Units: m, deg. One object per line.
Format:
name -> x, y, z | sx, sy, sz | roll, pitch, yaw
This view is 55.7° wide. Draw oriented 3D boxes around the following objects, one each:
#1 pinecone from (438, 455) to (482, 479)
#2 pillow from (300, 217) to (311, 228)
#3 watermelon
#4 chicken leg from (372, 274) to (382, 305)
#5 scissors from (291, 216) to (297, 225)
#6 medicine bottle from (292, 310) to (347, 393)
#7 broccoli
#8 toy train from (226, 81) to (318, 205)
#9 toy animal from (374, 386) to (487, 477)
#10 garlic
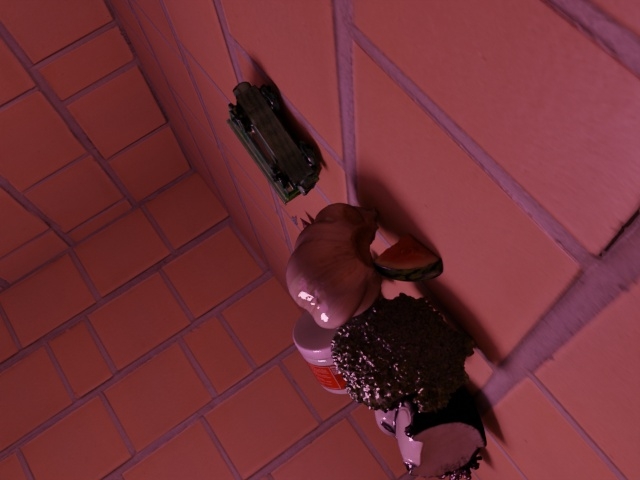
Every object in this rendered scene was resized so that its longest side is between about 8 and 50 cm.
pinecone -> 0.384, 0.617, 1.744 | 0.165, 0.163, 0.163 | 37, 176, -20
pillow -> 0.000, 0.000, 1.851 | 0.185, 0.043, 0.118 | 48, 173, 49
watermelon -> 0.171, 0.035, 1.171 | 0.135, 0.125, 0.094 | 30, -127, -73
chicken leg -> 0.097, 0.158, 1.634 | 0.211, 0.140, 0.361 | 65, 172, -5
scissors -> -0.089, -0.074, 2.104 | 0.036, 0.006, 0.083 | 56, 169, 6
medicine bottle -> 0.062, 0.365, 2.101 | 0.252, 0.253, 0.240 | 40, 162, 55
broccoli -> 0.172, 0.229, 1.255 | 0.288, 0.260, 0.235 | 43, 129, 38
toy train -> -0.110, -0.231, 1.444 | 0.300, 0.120, 0.202 | 55, 173, 3
toy animal -> 0.252, 0.420, 1.541 | 0.250, 0.251, 0.310 | 63, 179, -35
garlic -> 0.016, 0.054, 1.243 | 0.203, 0.185, 0.281 | 120, 151, -47
